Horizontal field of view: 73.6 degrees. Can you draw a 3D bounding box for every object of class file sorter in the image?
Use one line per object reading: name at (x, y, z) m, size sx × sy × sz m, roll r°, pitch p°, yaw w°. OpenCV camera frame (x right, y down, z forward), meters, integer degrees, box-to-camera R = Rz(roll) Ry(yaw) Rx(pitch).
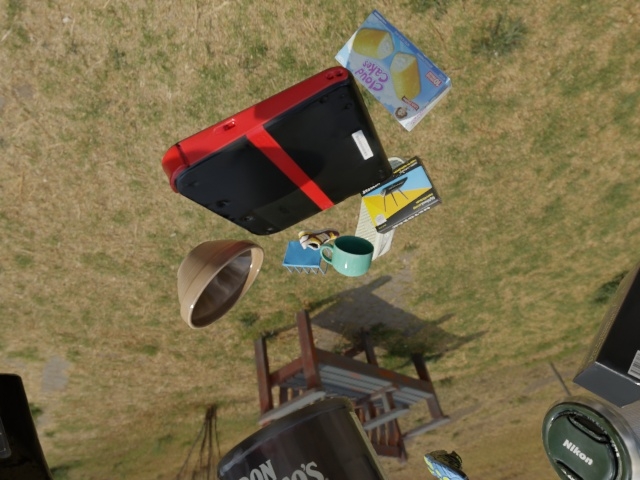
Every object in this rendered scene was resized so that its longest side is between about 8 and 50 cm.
file sorter at (-0.057, 0.079, 1.876) m, size 0.171 × 0.118 × 0.104 m, roll 1°, pitch 152°, yaw 23°

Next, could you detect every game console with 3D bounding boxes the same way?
game console at (-0.055, -0.133, 0.800) m, size 0.342 × 0.060 × 0.386 m, roll -26°, pitch 160°, yaw 11°

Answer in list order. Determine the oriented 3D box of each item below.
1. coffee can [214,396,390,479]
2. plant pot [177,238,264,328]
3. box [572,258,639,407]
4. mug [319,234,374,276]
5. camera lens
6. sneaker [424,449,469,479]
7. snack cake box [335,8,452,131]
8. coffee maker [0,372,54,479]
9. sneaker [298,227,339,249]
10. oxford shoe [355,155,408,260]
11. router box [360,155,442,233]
coffee can at (0.014, 0.366, 0.516) m, size 0.202 × 0.275 × 0.201 m, roll -22°, pitch 148°, yaw -15°
plant pot at (-0.248, 0.078, 0.986) m, size 0.110 × 0.237 × 0.237 m, roll 37°, pitch 137°, yaw 14°
box at (0.603, 0.168, 0.817) m, size 0.261 × 0.103 × 0.184 m, roll -54°, pitch 148°, yaw -15°
mug at (0.089, 0.051, 1.376) m, size 0.158 × 0.129 × 0.097 m, roll 22°, pitch 121°, yaw 25°
camera lens at (0.672, 0.454, 0.970) m, size 0.275 × 0.219 × 0.219 m, roll 1°, pitch 139°, yaw -25°
sneaker at (0.313, 0.548, 1.045) m, size 0.078 × 0.067 × 0.188 m, roll -24°, pitch 170°, yaw -9°
snack cake box at (0.185, -0.428, 1.089) m, size 0.152 × 0.264 × 0.089 m, roll -46°, pitch 169°, yaw 19°
coffee maker at (-0.289, 0.218, 0.363) m, size 0.120 × 0.178 × 0.171 m, roll -34°, pitch 153°, yaw -12°
sneaker at (0.000, 0.000, 1.755) m, size 0.186 × 0.083 × 0.069 m, roll -3°, pitch 154°, yaw -27°
oxford shoe at (0.243, -0.117, 1.613) m, size 0.130 × 0.169 × 0.449 m, roll -16°, pitch 134°, yaw -35°
router box at (0.205, -0.115, 1.108) m, size 0.179 × 0.133 × 0.046 m, roll -31°, pitch 162°, yaw 26°
